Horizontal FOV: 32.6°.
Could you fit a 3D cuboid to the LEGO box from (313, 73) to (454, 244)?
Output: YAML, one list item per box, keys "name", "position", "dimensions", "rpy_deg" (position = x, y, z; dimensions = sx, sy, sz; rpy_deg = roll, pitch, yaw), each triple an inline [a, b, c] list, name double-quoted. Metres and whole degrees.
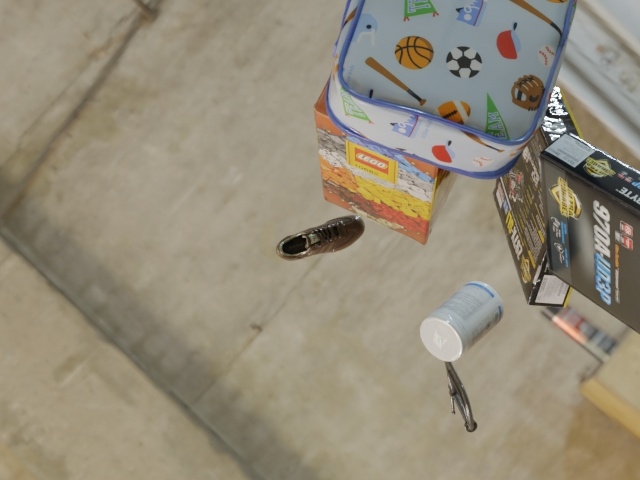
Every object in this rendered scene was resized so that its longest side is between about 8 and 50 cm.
- name: "LEGO box"
  position: [0.184, -0.297, 1.676]
  dimensions: [0.372, 0.193, 0.500]
  rpy_deg: [82, -147, -72]

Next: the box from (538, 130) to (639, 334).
- name: "box"
  position: [0.334, 0.000, 1.247]
  dimensions: [0.051, 0.175, 0.220]
  rpy_deg: [-38, -38, -17]

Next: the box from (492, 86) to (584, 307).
- name: "box"
  position: [0.395, -0.084, 1.935]
  dimensions: [0.322, 0.079, 0.257]
  rpy_deg: [-97, 11, -50]

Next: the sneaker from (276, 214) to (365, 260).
- name: "sneaker"
  position: [0.000, 0.000, 2.223]
  dimensions: [0.188, 0.066, 0.071]
  rpy_deg: [-21, -2, 9]

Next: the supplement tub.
- name: "supplement tub"
  position: [0.190, 0.106, 1.461]
  dimensions: [0.107, 0.071, 0.071]
  rpy_deg: [-33, -21, -40]

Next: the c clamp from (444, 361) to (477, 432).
- name: "c clamp"
  position: [0.241, 0.272, 1.875]
  dimensions: [0.022, 0.137, 0.161]
  rpy_deg: [-14, 19, -3]

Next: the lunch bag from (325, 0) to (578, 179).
- name: "lunch bag"
  position: [0.138, -0.231, 1.156]
  dimensions: [0.115, 0.243, 0.303]
  rpy_deg: [99, -171, -69]
